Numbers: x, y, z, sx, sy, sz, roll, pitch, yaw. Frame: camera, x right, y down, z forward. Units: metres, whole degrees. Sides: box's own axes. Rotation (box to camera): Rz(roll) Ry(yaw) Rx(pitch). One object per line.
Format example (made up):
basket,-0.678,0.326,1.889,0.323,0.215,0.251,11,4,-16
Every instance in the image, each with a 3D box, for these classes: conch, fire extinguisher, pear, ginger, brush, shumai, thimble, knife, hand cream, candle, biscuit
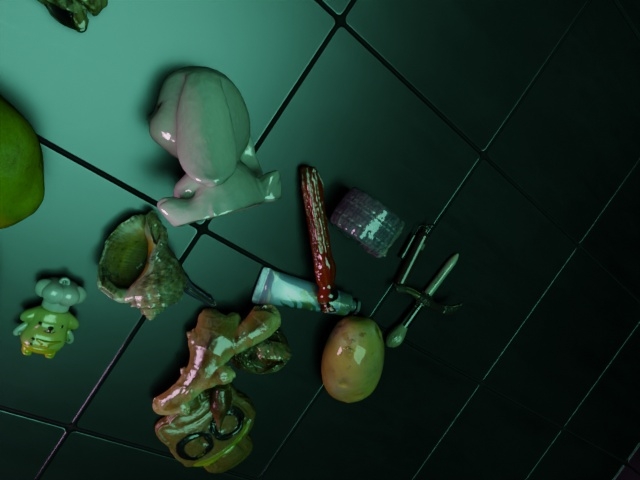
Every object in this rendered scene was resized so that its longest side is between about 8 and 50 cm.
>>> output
conch,-0.332,0.048,1.018,0.155,0.130,0.207,-6,98,-38
fire extinguisher,0.224,0.028,1.337,0.049,0.035,0.173,26,99,7
pear,-0.531,-0.130,0.807,0.212,0.212,0.269,-37,134,-9
ginger,-0.232,0.245,1.154,0.148,0.081,0.333,39,87,-8
brush,0.265,0.154,1.405,0.042,0.039,0.299,39,87,-21
shumai,-0.136,0.256,1.222,0.139,0.105,0.123,30,99,-6
thimble,0.098,-0.039,1.179,0.150,0.150,0.097,37,88,-32
knife,-0.263,0.102,1.138,0.031,0.018,0.121,-47,124,0
hand cream,-0.028,0.128,1.247,0.256,0.055,0.088,16,103,-23
candle,0.000,0.000,1.175,0.051,0.048,0.329,-6,104,10
knife,0.267,0.151,1.373,0.222,0.021,0.045,18,95,-26
biscuit,-0.253,0.428,1.257,0.209,0.041,0.290,-33,121,-12

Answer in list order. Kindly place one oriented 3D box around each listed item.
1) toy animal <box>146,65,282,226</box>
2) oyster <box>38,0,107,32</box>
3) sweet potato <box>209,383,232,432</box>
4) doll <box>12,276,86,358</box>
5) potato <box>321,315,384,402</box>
toy animal,-0.191,-0.173,0.965,0.206,0.272,0.264,-13,93,9
oyster,-0.453,-0.444,0.766,0.337,0.133,0.197,28,94,-34
sweet potato,-0.220,0.368,1.204,0.049,0.049,0.117,1,96,-26
doll,-0.499,0.140,1.013,0.106,0.062,0.162,17,100,-35
potato,0.078,0.292,1.314,0.151,0.146,0.233,3,112,5
